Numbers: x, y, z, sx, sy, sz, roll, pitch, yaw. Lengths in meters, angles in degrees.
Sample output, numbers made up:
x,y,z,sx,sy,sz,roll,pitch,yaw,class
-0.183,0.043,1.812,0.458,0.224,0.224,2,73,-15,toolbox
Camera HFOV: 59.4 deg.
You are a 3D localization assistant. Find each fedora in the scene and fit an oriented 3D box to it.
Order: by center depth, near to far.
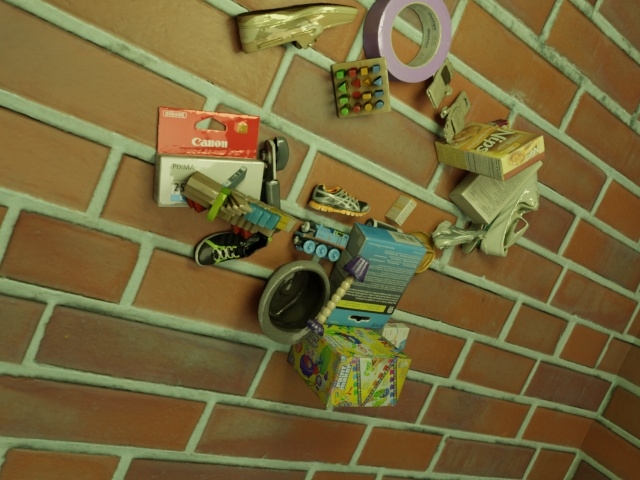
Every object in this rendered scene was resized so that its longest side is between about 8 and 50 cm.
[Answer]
x,y,z,sx,sy,sz,roll,pitch,yaw,class
-0.099,0.178,1.780,0.244,0.124,0.275,18,97,-33,fedora
0.347,0.060,2.018,0.195,0.079,0.194,-10,112,-27,fedora

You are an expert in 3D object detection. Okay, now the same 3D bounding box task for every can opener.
x,y,z,sx,sy,sz,roll,pitch,yaw,class
-0.129,-0.165,1.671,0.095,0.076,0.283,-12,114,-25,can opener

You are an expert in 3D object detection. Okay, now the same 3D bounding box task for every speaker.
x,y,z,sx,sy,sz,roll,pitch,yaw,class
0.217,-0.033,1.926,0.136,0.055,0.055,18,98,-33,speaker

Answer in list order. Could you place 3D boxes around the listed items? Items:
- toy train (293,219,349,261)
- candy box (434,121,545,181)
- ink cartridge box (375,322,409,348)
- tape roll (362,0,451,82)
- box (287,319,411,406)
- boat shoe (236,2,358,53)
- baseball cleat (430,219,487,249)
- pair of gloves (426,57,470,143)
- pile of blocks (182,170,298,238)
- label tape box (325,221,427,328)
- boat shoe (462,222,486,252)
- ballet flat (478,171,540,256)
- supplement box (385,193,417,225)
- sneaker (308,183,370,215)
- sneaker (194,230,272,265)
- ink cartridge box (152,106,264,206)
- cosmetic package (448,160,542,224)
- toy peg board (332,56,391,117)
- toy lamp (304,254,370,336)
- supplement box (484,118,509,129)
x,y,z,sx,sy,sz,roll,pitch,yaw,class
0.000,0.000,1.805,0.184,0.080,0.105,19,88,-31,toy train
0.554,-0.302,1.863,0.183,0.316,0.087,-29,120,-18,candy box
0.260,0.356,2.090,0.123,0.052,0.088,6,105,-30,ink cartridge box
0.268,-0.628,1.723,0.275,0.090,0.274,-11,113,-26,tape roll
0.089,0.399,1.867,0.279,0.290,0.176,10,103,-31,box
-0.059,-0.586,1.544,0.341,0.121,0.110,-13,118,-14,boat shoe
0.504,-0.033,2.048,0.206,0.072,0.109,-14,72,-14,baseball cleat
0.418,-0.466,1.855,0.240,0.042,0.204,50,52,-37,pair of gloves
-0.224,-0.063,1.538,0.362,0.149,0.112,23,105,-33,pile of blocks
0.168,0.129,1.905,0.249,0.115,0.347,11,118,-29,label tape box
0.606,-0.041,2.131,0.065,0.075,0.206,21,92,-30,boat shoe
0.757,-0.109,2.153,0.139,0.139,0.400,28,92,-34,ballet flat
0.277,-0.105,1.929,0.036,0.062,0.098,40,86,-35,supplement box
0.069,-0.128,1.794,0.215,0.084,0.083,7,99,-30,sneaker
-0.255,0.016,1.650,0.235,0.097,0.084,-22,117,-21,sneaker
-0.303,-0.224,1.558,0.297,0.066,0.260,-2,109,-29,ink cartridge box
0.634,-0.221,2.035,0.309,0.113,0.160,-46,102,-7,cosmetic package
0.120,-0.446,1.662,0.161,0.079,0.161,-4,115,11,toy peg board
0.057,0.166,1.745,0.080,0.080,0.274,38,89,-34,toy lamp
0.643,-0.405,2.040,0.083,0.043,0.054,-21,117,-21,supplement box
